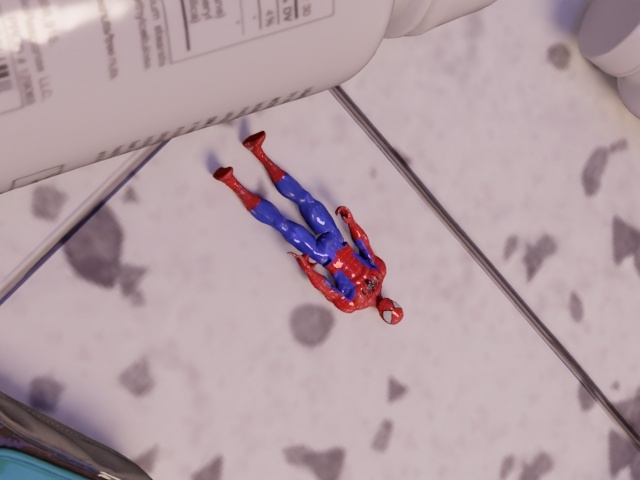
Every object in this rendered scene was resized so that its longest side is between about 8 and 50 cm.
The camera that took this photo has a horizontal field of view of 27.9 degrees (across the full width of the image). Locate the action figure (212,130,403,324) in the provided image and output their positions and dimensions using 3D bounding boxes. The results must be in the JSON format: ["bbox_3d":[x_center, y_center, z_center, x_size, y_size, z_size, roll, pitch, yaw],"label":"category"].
[{"bbox_3d":[0.000,0.000,0.616,0.115,0.030,0.038,46,70,-18],"label":"action figure"}]

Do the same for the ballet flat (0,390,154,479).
[{"bbox_3d":[-0.154,0.087,0.532,0.213,0.068,0.072,33,85,-19],"label":"ballet flat"}]

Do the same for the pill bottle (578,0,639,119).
[{"bbox_3d":[0.212,-0.084,0.667,0.152,0.086,0.086,30,80,-19],"label":"pill bottle"}]

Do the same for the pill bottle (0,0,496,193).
[{"bbox_3d":[-0.070,-0.120,0.514,0.283,0.160,0.160,-20,98,-21],"label":"pill bottle"}]
